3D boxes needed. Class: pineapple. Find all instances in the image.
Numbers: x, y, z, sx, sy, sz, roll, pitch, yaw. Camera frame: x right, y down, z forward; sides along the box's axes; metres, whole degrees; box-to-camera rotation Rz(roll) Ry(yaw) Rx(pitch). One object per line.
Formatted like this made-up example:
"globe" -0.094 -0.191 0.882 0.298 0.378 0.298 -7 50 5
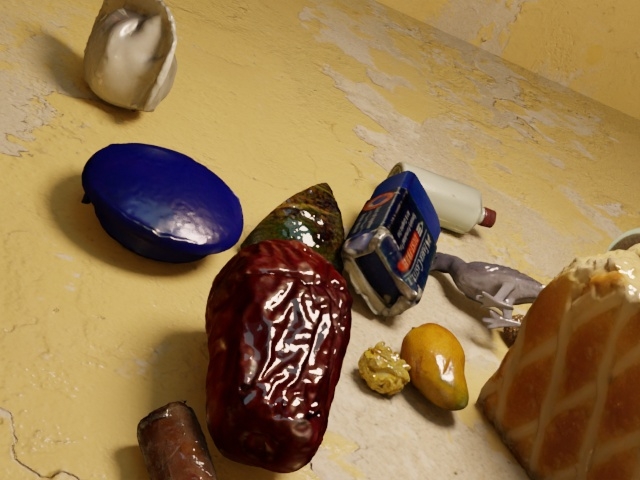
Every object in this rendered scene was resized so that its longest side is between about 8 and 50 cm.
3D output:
"pineapple" 0.367 0.187 1.716 0.058 0.058 0.124 18 32 -20

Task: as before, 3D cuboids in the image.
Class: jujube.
"jujube" -0.058 0.149 1.239 0.216 0.216 0.342 21 31 -14

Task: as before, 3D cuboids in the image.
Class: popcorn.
"popcorn" 0.098 0.195 1.456 0.082 0.057 0.083 37 26 11

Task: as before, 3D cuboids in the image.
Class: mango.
"mango" 0.178 0.196 1.498 0.115 0.089 0.165 34 27 -15

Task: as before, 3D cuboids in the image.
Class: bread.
"bread" 0.477 0.237 1.409 0.280 0.390 0.371 -3 43 -32

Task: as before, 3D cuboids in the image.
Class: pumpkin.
"pumpkin" 0.003 -0.004 1.645 0.163 0.111 0.278 42 29 13

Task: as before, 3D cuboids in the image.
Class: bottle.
"bottle" 0.257 -0.081 2.000 0.245 0.104 0.104 19 30 -18

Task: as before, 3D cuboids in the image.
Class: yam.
"yam" -0.163 0.259 1.101 0.079 0.079 0.141 8 36 -34

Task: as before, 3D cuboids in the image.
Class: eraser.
"eraser" 0.135 0.002 1.713 0.155 0.102 0.332 60 25 -14

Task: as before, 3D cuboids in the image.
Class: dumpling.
"dumpling" -0.361 -0.363 1.776 0.243 0.226 0.175 26 25 10

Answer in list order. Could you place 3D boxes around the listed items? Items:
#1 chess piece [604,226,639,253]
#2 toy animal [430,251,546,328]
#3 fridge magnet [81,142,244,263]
"chess piece" 0.786 0.099 2.124 0.299 0.194 0.194 21 28 -33
"toy animal" 0.336 0.093 1.737 0.367 0.081 0.206 14 23 18
"fridge magnet" -0.246 -0.060 1.500 0.266 0.112 0.265 21 29 -12
